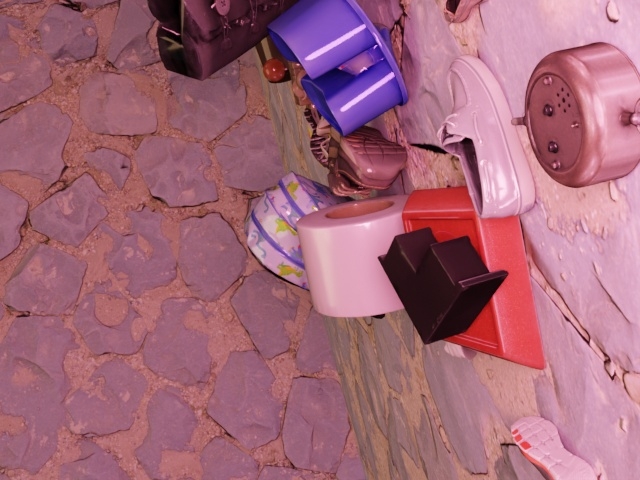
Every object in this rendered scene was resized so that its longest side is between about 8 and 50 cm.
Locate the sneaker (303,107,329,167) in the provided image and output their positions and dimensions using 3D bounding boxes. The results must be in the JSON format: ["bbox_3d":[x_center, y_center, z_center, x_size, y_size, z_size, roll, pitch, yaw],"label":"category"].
[{"bbox_3d":[0.007,-0.290,1.873,0.094,0.082,0.208,77,-178,-62],"label":"sneaker"}]

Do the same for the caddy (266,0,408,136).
[{"bbox_3d":[0.043,-0.342,1.193,0.241,0.179,0.341,54,-177,-27],"label":"caddy"}]

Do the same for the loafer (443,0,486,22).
[{"bbox_3d":[0.174,-0.303,0.817,0.125,0.039,0.045,-166,62,-81],"label":"loafer"}]

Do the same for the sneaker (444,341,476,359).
[{"bbox_3d":[0.219,0.129,1.107,0.061,0.054,0.152,-12,91,55],"label":"sneaker"}]

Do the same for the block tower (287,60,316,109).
[{"bbox_3d":[-0.047,-0.527,1.771,0.097,0.091,0.335,-130,27,-70],"label":"block tower"}]

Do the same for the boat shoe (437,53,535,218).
[{"bbox_3d":[0.193,-0.132,0.818,0.079,0.081,0.227,101,154,-70],"label":"boat shoe"}]

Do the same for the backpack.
[{"bbox_3d":[0.000,0.000,1.462,0.273,0.356,0.290,-62,32,32],"label":"backpack"}]

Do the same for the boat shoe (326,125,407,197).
[{"bbox_3d":[0.083,-0.145,1.294,0.355,0.133,0.130,-100,21,-70],"label":"boat shoe"}]

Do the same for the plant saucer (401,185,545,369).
[{"bbox_3d":[0.206,0.051,0.960,0.258,0.048,0.258,-175,72,-68],"label":"plant saucer"}]

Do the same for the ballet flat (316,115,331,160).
[{"bbox_3d":[0.032,-0.272,1.691,0.077,0.077,0.230,102,154,-73],"label":"ballet flat"}]

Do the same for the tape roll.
[{"bbox_3d":[0.088,0.022,1.216,0.246,0.246,0.169,-136,32,-75],"label":"tape roll"}]

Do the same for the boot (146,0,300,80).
[{"bbox_3d":[-0.150,-0.554,1.214,0.146,0.445,0.366,16,134,42],"label":"boot"}]

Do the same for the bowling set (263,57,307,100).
[{"bbox_3d":[-0.047,-0.435,1.583,0.154,0.200,0.286,177,83,-83],"label":"bowling set"}]

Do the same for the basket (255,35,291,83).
[{"bbox_3d":[-0.135,-0.621,2.030,0.204,0.154,0.226,151,102,-79],"label":"basket"}]

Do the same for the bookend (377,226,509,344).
[{"bbox_3d":[0.160,0.035,0.897,0.156,0.073,0.157,106,144,-52],"label":"bookend"}]

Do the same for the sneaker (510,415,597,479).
[{"bbox_3d":[0.304,0.296,0.860,0.158,0.061,0.064,-121,13,-67],"label":"sneaker"}]

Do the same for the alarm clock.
[{"bbox_3d":[0.245,-0.112,0.590,0.192,0.064,0.129,-145,42,-73],"label":"alarm clock"}]
